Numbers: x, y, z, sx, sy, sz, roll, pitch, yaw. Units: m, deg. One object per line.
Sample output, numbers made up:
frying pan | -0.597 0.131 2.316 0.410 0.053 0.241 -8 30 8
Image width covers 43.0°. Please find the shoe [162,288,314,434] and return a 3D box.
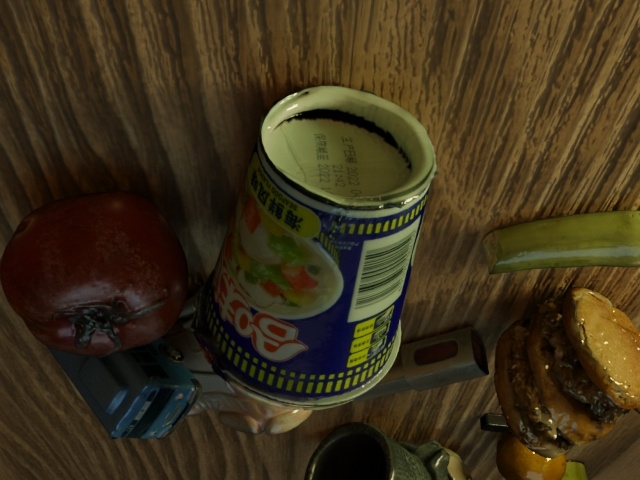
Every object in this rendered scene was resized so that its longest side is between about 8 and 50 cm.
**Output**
shoe | -0.170 0.159 1.271 0.350 0.172 0.198 9 111 15

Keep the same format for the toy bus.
toy bus | -0.291 0.171 1.165 0.116 0.234 0.133 -53 151 13

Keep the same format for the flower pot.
flower pot | 0.148 0.545 1.754 0.299 0.299 0.283 -23 132 28

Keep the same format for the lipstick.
lipstick | 0.165 0.225 1.443 0.252 0.079 0.077 -18 144 25

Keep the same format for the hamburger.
hamburger | 0.395 0.208 1.282 0.211 0.260 0.245 -33 103 37

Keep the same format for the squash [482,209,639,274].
squash | 0.354 0.004 1.128 0.250 0.083 0.083 -6 146 9

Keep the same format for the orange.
orange | 0.466 0.481 1.800 0.154 0.134 0.155 14 163 4

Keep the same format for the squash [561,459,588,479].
squash | 0.605 0.635 1.982 0.123 0.187 0.123 -1 139 -1

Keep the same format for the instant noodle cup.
instant noodle cup | 0.000 0.000 0.959 0.284 0.284 0.312 5 137 -10

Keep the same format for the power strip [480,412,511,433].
power strip | 0.398 0.394 1.746 0.111 0.029 0.038 10 145 -13

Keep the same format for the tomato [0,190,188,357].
tomato | -0.282 0.039 1.045 0.231 0.189 0.232 -5 142 -4

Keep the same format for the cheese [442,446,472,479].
cheese | 0.240 0.589 1.934 0.082 0.163 0.286 -21 169 -43
